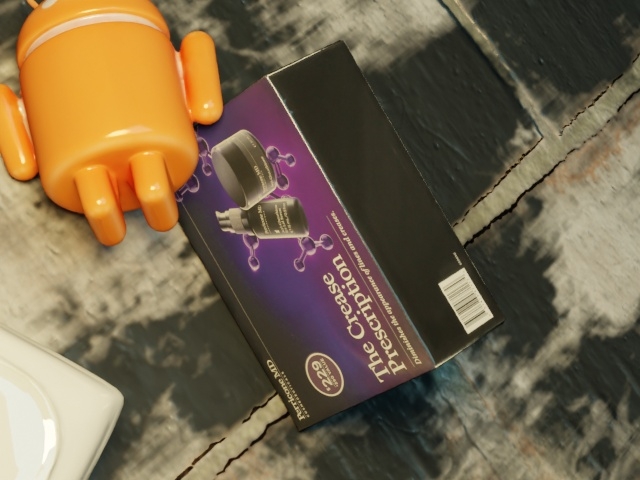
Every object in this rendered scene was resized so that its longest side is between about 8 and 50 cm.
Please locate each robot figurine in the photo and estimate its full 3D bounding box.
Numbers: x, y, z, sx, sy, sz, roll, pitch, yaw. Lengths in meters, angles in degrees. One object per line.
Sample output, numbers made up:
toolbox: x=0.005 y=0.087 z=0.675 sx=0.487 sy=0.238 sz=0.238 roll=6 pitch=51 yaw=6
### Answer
robot figurine: x=-0.170 y=-0.108 z=1.412 sx=0.128 sy=0.158 sz=0.219 roll=14 pitch=53 yaw=-47

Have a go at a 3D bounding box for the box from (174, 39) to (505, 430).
box: x=0.000 y=0.000 z=1.462 sx=0.103 sy=0.184 sz=0.261 roll=-30 pitch=89 yaw=-41

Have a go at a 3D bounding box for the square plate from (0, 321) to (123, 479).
square plate: x=-0.328 y=0.163 z=1.184 sx=0.344 sy=0.049 sz=0.347 roll=34 pitch=61 yaw=-21
